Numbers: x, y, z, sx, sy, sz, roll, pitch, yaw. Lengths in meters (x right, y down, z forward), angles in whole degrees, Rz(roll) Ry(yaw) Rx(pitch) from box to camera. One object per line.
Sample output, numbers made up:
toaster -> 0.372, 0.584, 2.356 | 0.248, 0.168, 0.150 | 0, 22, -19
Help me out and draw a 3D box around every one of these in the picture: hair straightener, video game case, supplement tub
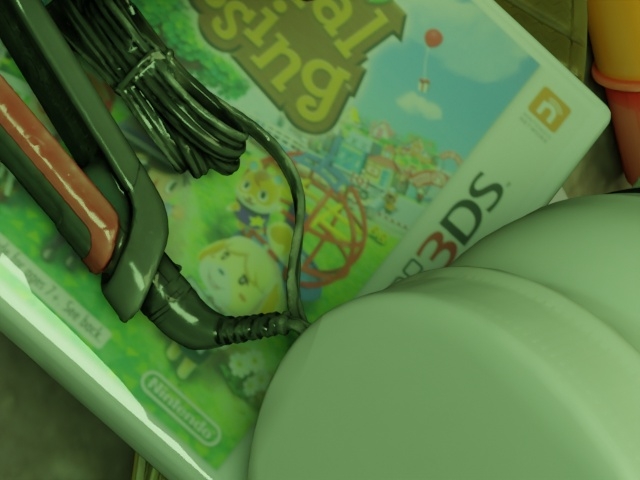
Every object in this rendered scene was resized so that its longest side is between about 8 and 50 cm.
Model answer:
hair straightener -> -0.069, -0.065, 0.469 | 0.230, 0.047, 0.089 | 48, 61, 2
video game case -> -0.036, -0.045, 0.520 | 0.212, 0.023, 0.193 | 42, 62, -5
supplement tub -> 0.137, 0.071, 0.473 | 0.272, 0.191, 0.191 | -12, 102, -34

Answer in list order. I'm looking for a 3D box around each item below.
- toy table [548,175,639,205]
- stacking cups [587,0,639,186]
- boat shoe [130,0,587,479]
toy table -> 0.125, 0.078, 0.704 | 0.252, 0.161, 0.274 | -48, 125, -36
stacking cups -> 0.136, -0.170, 0.766 | 0.096, 0.096, 0.316 | -40, 126, -40
boat shoe -> 0.000, 0.000, 0.597 | 0.121, 0.110, 0.341 | 25, 65, -13
